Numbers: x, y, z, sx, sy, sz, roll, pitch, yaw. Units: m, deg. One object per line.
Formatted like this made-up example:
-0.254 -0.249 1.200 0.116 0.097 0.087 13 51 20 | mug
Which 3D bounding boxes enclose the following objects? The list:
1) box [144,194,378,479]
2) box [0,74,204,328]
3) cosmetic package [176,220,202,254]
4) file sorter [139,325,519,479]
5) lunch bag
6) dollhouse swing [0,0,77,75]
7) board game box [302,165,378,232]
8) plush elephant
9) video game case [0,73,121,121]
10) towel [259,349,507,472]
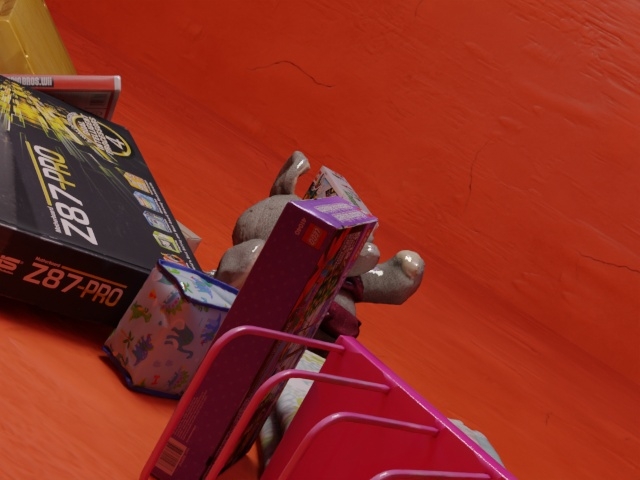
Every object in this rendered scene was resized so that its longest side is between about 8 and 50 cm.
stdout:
-0.052 0.095 1.303 0.057 0.293 0.201 30 10 9 | box
-0.330 -0.059 1.568 0.318 0.097 0.395 20 24 -34 | box
-0.239 -0.009 1.962 0.115 0.060 0.041 34 11 25 | cosmetic package
0.012 0.231 1.111 0.182 0.202 0.290 15 18 -48 | file sorter
-0.141 0.108 1.462 0.151 0.129 0.096 21 20 -49 | lunch bag
-0.587 -0.271 2.132 0.347 0.305 0.315 -107 177 -65 | dollhouse swing
0.000 0.000 2.232 0.053 0.193 0.305 28 10 -17 | board game box
-0.020 0.041 1.716 0.330 0.272 0.255 17 -33 9 | plush elephant
-0.424 -0.188 1.800 0.285 0.025 0.204 -1 -9 -14 | video game case
0.077 0.260 1.495 0.320 0.090 0.374 25 11 -12 | towel
